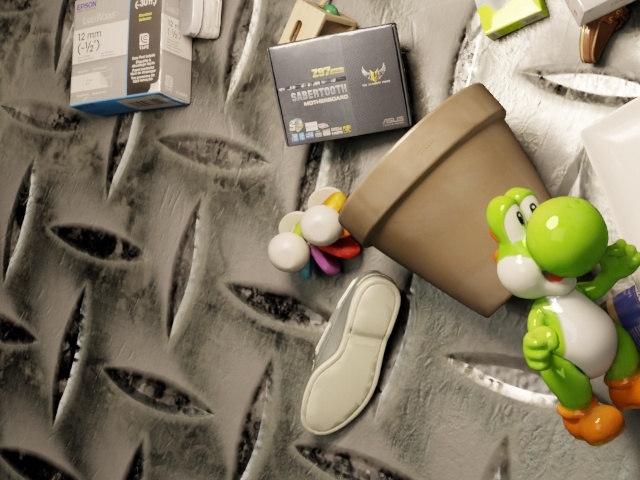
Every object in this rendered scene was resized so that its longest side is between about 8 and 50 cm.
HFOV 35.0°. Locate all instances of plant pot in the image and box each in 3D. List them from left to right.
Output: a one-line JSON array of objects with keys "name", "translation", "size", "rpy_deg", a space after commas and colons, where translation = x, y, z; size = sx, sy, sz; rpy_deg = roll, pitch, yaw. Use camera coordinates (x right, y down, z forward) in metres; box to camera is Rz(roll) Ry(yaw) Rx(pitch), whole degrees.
[{"name": "plant pot", "translation": [0.237, -0.042, 1.615], "size": [0.280, 0.323, 0.323], "rpy_deg": [46, 108, 10]}]

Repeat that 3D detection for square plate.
[{"name": "square plate", "translation": [0.581, -0.118, 1.481], "size": [0.344, 0.049, 0.347], "rpy_deg": [-30, 44, 25]}]

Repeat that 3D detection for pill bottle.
[{"name": "pill bottle", "translation": [0.535, 0.096, 1.499], "size": [0.219, 0.123, 0.122], "rpy_deg": [-34, 68, 23]}]

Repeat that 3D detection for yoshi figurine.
[{"name": "yoshi figurine", "translation": [0.356, 0.087, 1.396], "size": [0.203, 0.203, 0.362], "rpy_deg": [-27, 94, 22]}]

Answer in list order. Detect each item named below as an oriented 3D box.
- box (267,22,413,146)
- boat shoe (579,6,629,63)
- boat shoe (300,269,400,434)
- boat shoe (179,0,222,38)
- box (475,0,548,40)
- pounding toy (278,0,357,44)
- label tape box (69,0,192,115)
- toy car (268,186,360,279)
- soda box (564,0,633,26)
[{"name": "box", "translation": [0.036, -0.276, 1.808], "size": [0.233, 0.059, 0.183], "rpy_deg": [-8, 104, 10]}, {"name": "boat shoe", "translation": [0.463, -0.369, 1.634], "size": [0.060, 0.064, 0.178], "rpy_deg": [18, 89, 30]}, {"name": "boat shoe", "translation": [0.050, 0.198, 1.816], "size": [0.099, 0.116, 0.319], "rpy_deg": [-115, 46, -69]}, {"name": "boat shoe", "translation": [-0.230, -0.538, 2.065], "size": [0.095, 0.084, 0.258], "rpy_deg": [18, 101, 57]}, {"name": "box", "translation": [0.314, -0.448, 1.748], "size": [0.109, 0.042, 0.178], "rpy_deg": [-21, 75, 27]}, {"name": "pounding toy", "translation": [-0.006, -0.396, 1.895], "size": [0.100, 0.130, 0.141], "rpy_deg": [35, 111, 29]}, {"name": "label tape box", "translation": [-0.396, -0.451, 2.138], "size": [0.249, 0.115, 0.347], "rpy_deg": [-3, 84, 31]}, {"name": "toy car", "translation": [0.000, 0.000, 1.840], "size": [0.182, 0.159, 0.136], "rpy_deg": [-39, 102, 21]}, {"name": "soda box", "translation": [0.486, -0.418, 1.576], "size": [0.216, 0.069, 0.074], "rpy_deg": [-25, 79, 2]}]
